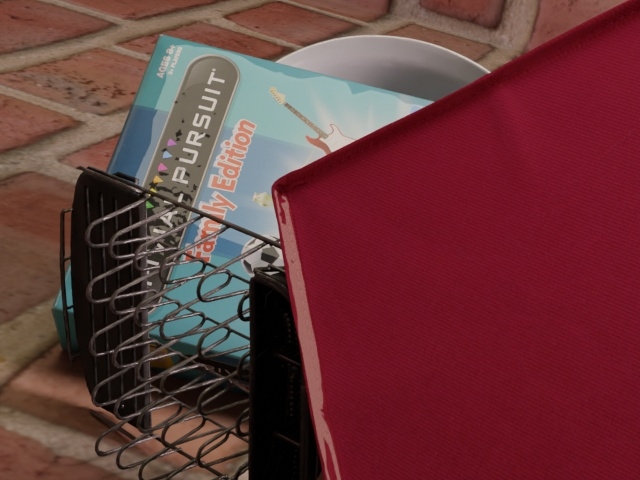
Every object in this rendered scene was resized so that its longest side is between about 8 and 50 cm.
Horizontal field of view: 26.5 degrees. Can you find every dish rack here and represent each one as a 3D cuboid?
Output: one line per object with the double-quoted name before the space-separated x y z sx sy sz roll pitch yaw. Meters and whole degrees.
"dish rack" -0.084 0.073 0.827 0.271 0.208 0.074 23 30 38

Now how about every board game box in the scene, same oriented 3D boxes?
"board game box" 0.000 0.000 1.036 0.336 0.079 0.253 14 62 4

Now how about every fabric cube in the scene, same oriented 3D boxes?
"fabric cube" 0.165 0.070 0.659 0.258 0.259 0.254 37 35 -49

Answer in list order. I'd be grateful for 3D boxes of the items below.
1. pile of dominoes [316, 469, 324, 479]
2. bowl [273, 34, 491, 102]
"pile of dominoes" 0.054 0.189 0.723 0.196 0.040 0.251 56 24 -7
"bowl" 0.048 -0.019 1.168 0.298 0.134 0.297 2 62 -3
